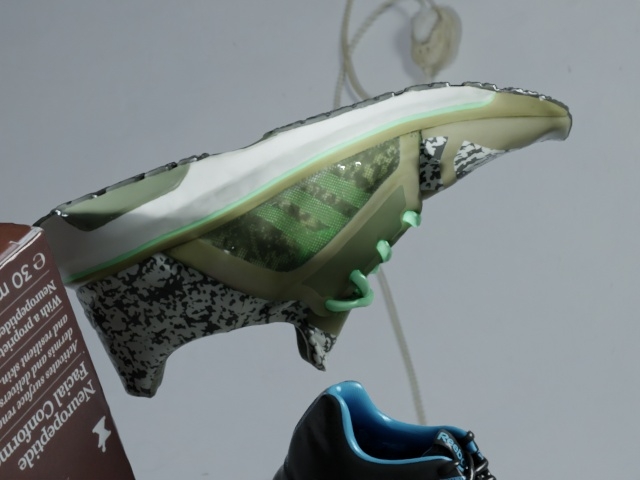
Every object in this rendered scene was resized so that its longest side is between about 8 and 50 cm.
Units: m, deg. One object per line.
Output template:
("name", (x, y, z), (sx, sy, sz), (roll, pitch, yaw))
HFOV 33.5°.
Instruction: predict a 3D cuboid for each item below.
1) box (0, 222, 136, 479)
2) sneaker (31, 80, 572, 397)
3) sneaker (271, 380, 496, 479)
("box", (-0.232, 0.196, 0.721), (0.143, 0.191, 0.381), (3, 123, 24))
("sneaker", (0.000, 0.000, 0.802), (0.410, 0.158, 0.182), (-19, 96, -1))
("sneaker", (0.119, 0.245, 0.908), (0.341, 0.125, 0.140), (24, 114, 12))
